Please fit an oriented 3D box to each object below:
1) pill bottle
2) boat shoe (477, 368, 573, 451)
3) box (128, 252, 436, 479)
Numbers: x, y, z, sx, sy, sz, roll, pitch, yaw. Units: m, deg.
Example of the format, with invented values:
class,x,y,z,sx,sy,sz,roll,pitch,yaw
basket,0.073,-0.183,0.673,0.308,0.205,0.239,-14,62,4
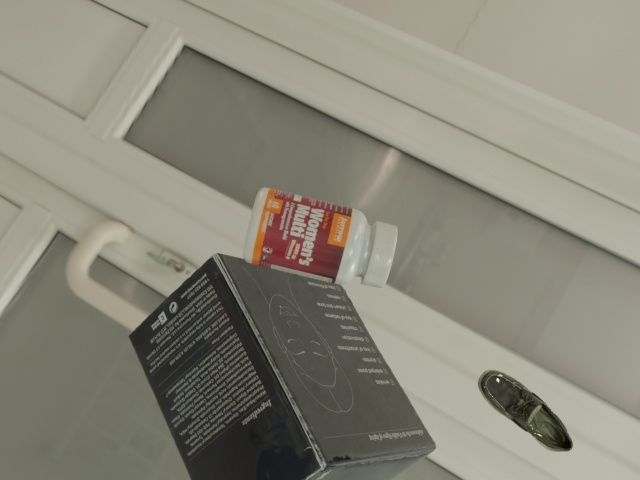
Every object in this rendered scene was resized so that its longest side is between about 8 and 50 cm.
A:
class,x,y,z,sx,sy,sz,roll,pitch,yaw
pill bottle,0.000,0.000,1.196,0.121,0.221,0.121,-167,-90,-89
boat shoe,0.415,0.338,1.543,0.080,0.223,0.073,-48,180,-11
box,-0.070,0.322,1.639,0.297,0.472,0.479,-43,151,19
